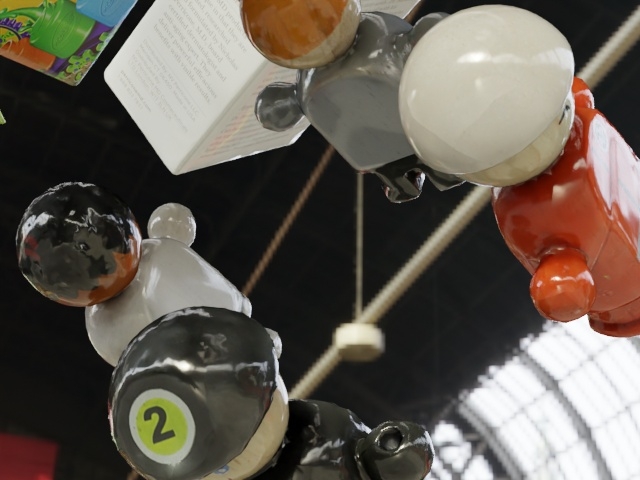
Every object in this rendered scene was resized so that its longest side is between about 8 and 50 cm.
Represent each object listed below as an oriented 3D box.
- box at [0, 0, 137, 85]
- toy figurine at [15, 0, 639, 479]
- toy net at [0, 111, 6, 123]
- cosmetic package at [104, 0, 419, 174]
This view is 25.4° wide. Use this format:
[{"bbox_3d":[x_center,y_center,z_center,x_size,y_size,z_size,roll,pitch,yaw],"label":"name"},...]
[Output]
[{"bbox_3d":[-0.131,-0.246,0.485,0.290,0.177,0.279,-53,-25,9],"label":"box"},{"bbox_3d":[0.000,0.000,0.526,0.213,0.209,0.148,-47,-51,-1],"label":"toy figurine"},{"bbox_3d":[-0.337,-0.180,1.221,0.045,0.232,0.122,-30,-12,-5],"label":"toy net"},{"bbox_3d":[-0.021,-0.285,1.581,0.230,0.161,0.453,-20,-21,-51],"label":"cosmetic package"}]
